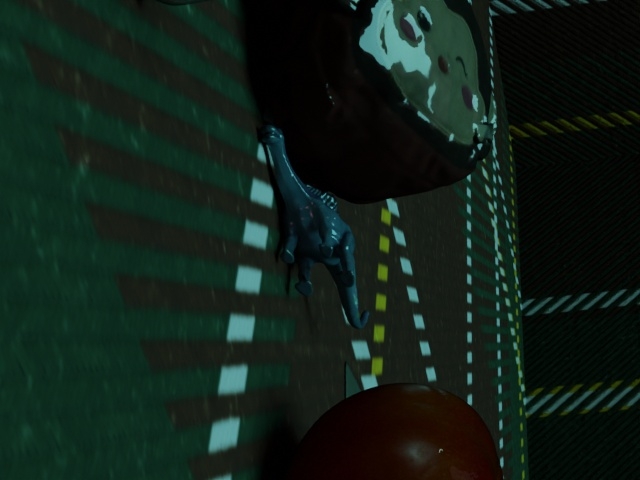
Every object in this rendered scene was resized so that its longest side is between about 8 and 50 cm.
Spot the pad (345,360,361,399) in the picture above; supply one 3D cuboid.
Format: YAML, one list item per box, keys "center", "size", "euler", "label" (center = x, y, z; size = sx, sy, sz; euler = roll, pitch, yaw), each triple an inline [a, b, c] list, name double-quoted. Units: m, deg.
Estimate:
- center: [0.051, 0.226, 1.277]
  size: [0.265, 0.009, 0.159]
  euler: [67, 19, -57]
  label: "pad"

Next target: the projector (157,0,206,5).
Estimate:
- center: [-0.021, -0.246, 0.698]
  size: [0.099, 0.192, 0.256]
  euler: [-92, 170, -47]
  label: "projector"

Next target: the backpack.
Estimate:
- center: [0.032, -0.145, 1.082]
  size: [0.229, 0.139, 0.229]
  euler: [39, 43, -49]
  label: "backpack"

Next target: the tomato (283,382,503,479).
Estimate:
- center: [0.047, 0.183, 0.942]
  size: [0.195, 0.136, 0.195]
  euler: [-6, 90, -82]
  label: "tomato"

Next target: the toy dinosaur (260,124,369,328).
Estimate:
- center: [0.000, 0.000, 1.044]
  size: [0.080, 0.045, 0.197]
  euler: [-90, 159, -47]
  label: "toy dinosaur"
